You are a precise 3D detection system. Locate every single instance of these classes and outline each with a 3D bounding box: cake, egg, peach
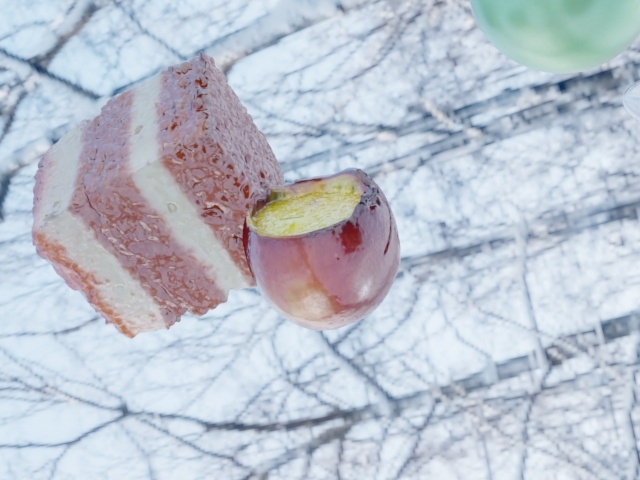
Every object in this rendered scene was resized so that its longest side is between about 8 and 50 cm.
[{"bbox_3d":[-0.228,-0.060,1.823,0.270,0.319,0.269,55,-165,-32],"label":"cake"},{"bbox_3d":[0.301,-0.318,1.558,0.270,0.220,0.220,-4,-100,-58],"label":"egg"},{"bbox_3d":[0.000,0.000,1.455,0.196,0.190,0.226,-56,-22,-7],"label":"peach"}]

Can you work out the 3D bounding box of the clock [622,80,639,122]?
[{"bbox_3d":[0.468,-0.052,1.177,0.250,0.368,0.376,32,-145,-47],"label":"clock"}]
